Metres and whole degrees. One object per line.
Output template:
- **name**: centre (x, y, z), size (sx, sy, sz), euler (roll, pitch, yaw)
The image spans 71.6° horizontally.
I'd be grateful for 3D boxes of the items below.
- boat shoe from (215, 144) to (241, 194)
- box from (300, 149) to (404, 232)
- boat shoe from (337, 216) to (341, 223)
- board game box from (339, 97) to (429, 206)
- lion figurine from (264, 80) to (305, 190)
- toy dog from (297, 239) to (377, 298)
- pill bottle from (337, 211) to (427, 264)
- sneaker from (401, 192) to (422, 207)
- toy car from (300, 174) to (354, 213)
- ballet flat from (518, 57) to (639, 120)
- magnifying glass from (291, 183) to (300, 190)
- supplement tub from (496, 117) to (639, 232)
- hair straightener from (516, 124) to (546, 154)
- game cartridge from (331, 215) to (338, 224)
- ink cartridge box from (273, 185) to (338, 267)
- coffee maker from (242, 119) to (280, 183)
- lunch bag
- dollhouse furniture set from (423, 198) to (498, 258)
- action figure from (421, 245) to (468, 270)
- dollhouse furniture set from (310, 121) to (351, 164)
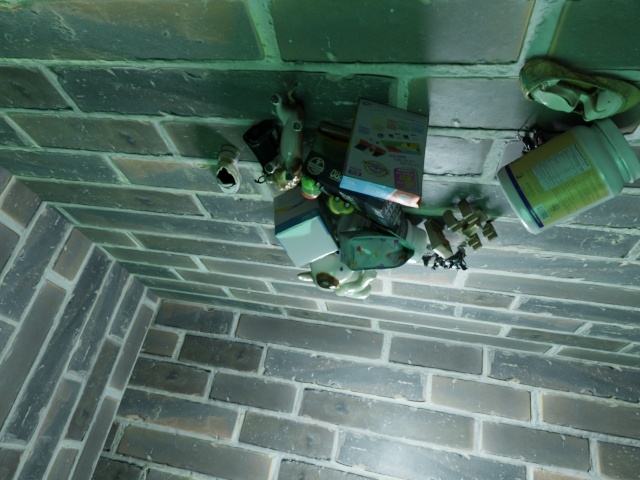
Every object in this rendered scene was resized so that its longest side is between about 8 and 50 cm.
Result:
- **boat shoe**: centre (-0.400, -0.273, 1.884), size (0.113, 0.104, 0.302), euler (13, 153, -1)
- **box**: centre (0.132, -0.167, 1.606), size (0.318, 0.097, 0.395), euler (27, 179, 18)
- **boat shoe**: centre (0.139, -0.039, 2.132), size (0.068, 0.072, 0.190), euler (-13, 144, 39)
- **board game box**: centre (0.204, -0.281, 1.385), size (0.241, 0.317, 0.064), euler (15, 153, -3)
- **lion figurine**: centre (-0.104, -0.339, 1.504), size (0.142, 0.240, 0.393), euler (18, 112, 3)
- **toy dog**: centre (0.071, 0.109, 2.080), size (0.394, 0.285, 0.408), euler (3, 170, 8)
- **pill bottle**: centre (0.273, -0.033, 1.947), size (0.360, 0.205, 0.204), euler (21, 152, -15)
- **sneaker**: centre (0.304, -0.208, 1.726), size (0.120, 0.100, 0.262), euler (1, 150, 30)
- **toy car**: centre (-0.014, -0.164, 1.533), size (0.238, 0.053, 0.225), euler (29, 180, 25)
- **ballet flat**: centre (0.700, -0.386, 1.197), size (0.348, 0.123, 0.123), euler (15, 153, -6)
- **magnifying glass**: centre (-0.107, -0.226, 1.911), size (0.092, 0.026, 0.231), euler (-39, 124, 22)
- **supplement tub**: centre (0.740, -0.194, 1.341), size (0.331, 0.241, 0.241), euler (-31, 133, 27)
- **hair straightener**: centre (0.696, -0.293, 1.447), size (0.088, 0.047, 0.230), euler (-12, 144, 38)
- **game cartridge**: centre (0.043, -0.093, 2.136), size (0.055, 0.017, 0.083), euler (24, 151, -13)
- **ink cartridge box**: centre (-0.066, -0.073, 1.850), size (0.197, 0.270, 0.198), euler (-24, 128, 10)
- **coffee maker**: centre (-0.203, -0.323, 1.635), size (0.120, 0.171, 0.178), euler (15, 156, 32)
- **lunch bag**: centre (0.216, 0.027, 1.726), size (0.261, 0.160, 0.223), euler (-6, -172, -8)
- **dollhouse furniture set**: centre (0.582, -0.062, 1.887), size (0.212, 0.161, 0.242), euler (32, 125, -33)
- **action figure**: centre (0.595, 0.073, 2.089), size (0.163, 0.141, 0.275), euler (23, 167, -16)
- **dollhouse furniture set**: centre (0.107, -0.282, 1.602), size (0.301, 0.152, 0.198), euler (14, 153, -4)
